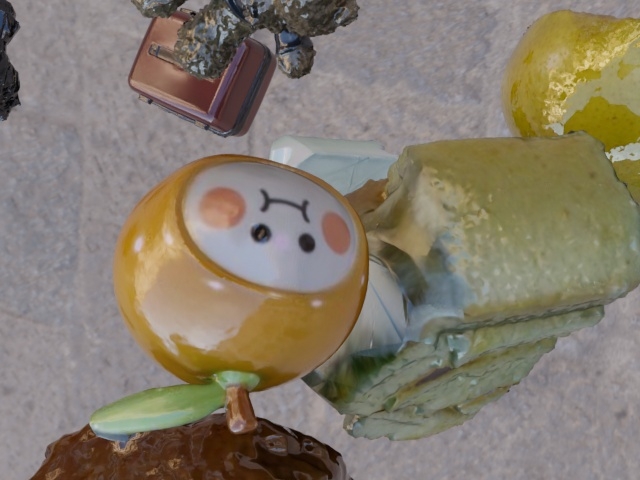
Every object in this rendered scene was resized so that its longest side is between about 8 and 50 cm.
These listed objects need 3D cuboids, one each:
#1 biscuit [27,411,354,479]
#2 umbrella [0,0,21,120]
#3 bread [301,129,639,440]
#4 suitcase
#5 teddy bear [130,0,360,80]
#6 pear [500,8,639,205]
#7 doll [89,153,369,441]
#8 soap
[{"bbox_3d":[-0.114,0.330,0.919,0.342,0.166,0.395,-5,140,14],"label":"biscuit"},{"bbox_3d":[-0.622,-0.386,1.640,0.118,0.118,0.340,-10,78,27],"label":"umbrella"},{"bbox_3d":[0.119,0.043,0.948,0.395,0.264,0.239,-47,54,38],"label":"bread"},{"bbox_3d":[-0.267,-0.382,1.978,0.297,0.161,0.236,26,94,26],"label":"suitcase"},{"bbox_3d":[-0.066,-0.246,0.822,0.251,0.129,0.182,8,151,44],"label":"teddy bear"},{"bbox_3d":[0.405,-0.144,1.181,0.386,0.340,0.191,24,84,57],"label":"pear"},{"bbox_3d":[-0.068,0.058,0.716,0.213,0.213,0.236,-13,59,27],"label":"doll"},{"bbox_3d":[0.000,0.000,1.505,0.208,0.115,0.347,2,113,-23],"label":"soap"}]
